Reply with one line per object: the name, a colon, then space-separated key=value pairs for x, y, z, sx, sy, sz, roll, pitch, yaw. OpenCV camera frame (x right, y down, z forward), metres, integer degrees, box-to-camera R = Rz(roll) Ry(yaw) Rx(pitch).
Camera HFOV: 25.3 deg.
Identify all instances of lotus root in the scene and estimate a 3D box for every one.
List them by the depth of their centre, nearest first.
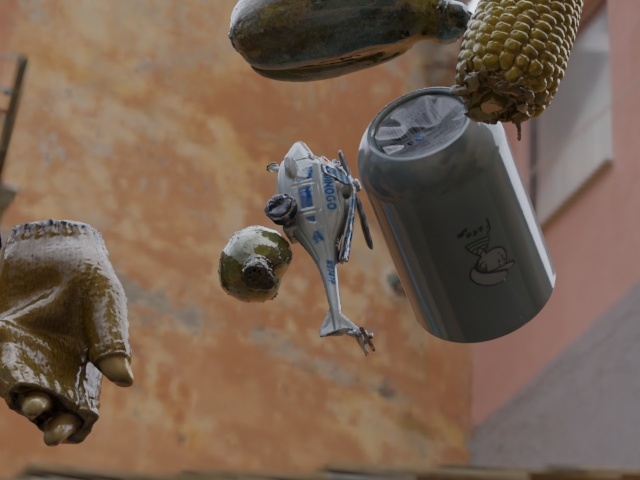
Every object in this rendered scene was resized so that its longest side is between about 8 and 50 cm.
lotus root: x=-0.075 y=0.027 z=1.610 sx=0.077 sy=0.090 sz=0.183 roll=24 pitch=1 yaw=-3
lotus root: x=0.039 y=-0.300 z=1.895 sx=0.322 sy=0.140 sz=0.158 roll=-9 pitch=-13 yaw=7

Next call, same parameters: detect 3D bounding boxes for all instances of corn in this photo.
corn: x=0.211 y=-0.244 z=1.393 sx=0.106 sy=0.305 sz=0.106 roll=17 pitch=-29 yaw=9

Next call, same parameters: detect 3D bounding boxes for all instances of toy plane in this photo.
toy plane: x=0.003 y=0.007 z=1.598 sx=0.107 sy=0.273 sz=0.182 roll=-13 pitch=-15 yaw=10

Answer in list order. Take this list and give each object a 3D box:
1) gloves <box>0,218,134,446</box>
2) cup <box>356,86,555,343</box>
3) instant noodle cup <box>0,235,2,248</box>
gloves: x=-0.351 y=0.125 z=1.910 sx=0.203 sy=0.356 sz=0.155 roll=-2 pitch=-45 yaw=-5
cup: x=0.174 y=-0.037 z=1.877 sx=0.205 sy=0.205 sz=0.312 roll=-8 pitch=-47 yaw=21
instant noodle cup: x=-0.446 y=0.018 z=1.437 sx=0.284 sy=0.284 sz=0.312 roll=21 pitch=1 yaw=-21
